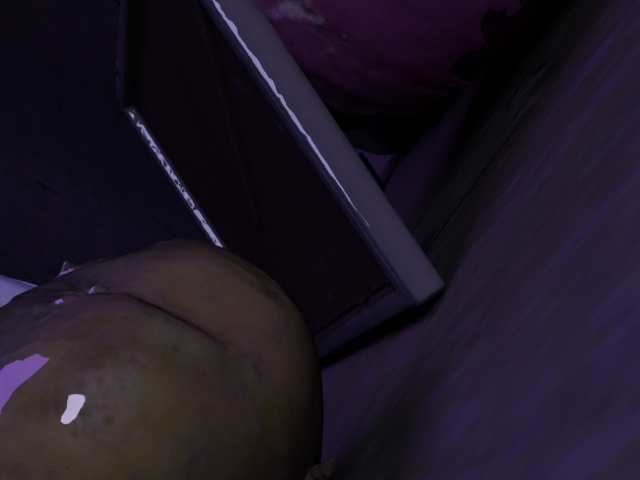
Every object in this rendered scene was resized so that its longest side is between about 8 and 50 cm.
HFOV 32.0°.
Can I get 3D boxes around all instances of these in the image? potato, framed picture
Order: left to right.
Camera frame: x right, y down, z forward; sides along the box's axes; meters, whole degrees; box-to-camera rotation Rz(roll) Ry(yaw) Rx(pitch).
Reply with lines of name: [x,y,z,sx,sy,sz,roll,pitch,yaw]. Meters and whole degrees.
potato: [-0.085,0.125,0.458,0.191,0.141,0.296,-51,-12,-46]
framed picture: [-0.049,-0.041,0.662,0.022,0.247,0.335,-33,-5,-16]

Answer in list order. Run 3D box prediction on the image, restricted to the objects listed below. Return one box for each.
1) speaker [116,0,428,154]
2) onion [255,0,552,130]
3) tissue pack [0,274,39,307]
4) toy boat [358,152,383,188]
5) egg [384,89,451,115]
speaker: [-0.042,-0.233,0.999,0.183,0.184,0.406,-59,-36,-3]
onion: [0.038,-0.255,0.676,0.358,0.345,0.358,-33,-4,-3]
tissue pack: [-0.217,0.171,0.979,0.194,0.266,0.356,-60,2,-11]
toy boat: [0.000,0.000,1.154,0.229,0.046,0.080,-57,5,45]
egg: [0.079,-0.168,0.942,0.135,0.103,0.103,-60,3,8]
